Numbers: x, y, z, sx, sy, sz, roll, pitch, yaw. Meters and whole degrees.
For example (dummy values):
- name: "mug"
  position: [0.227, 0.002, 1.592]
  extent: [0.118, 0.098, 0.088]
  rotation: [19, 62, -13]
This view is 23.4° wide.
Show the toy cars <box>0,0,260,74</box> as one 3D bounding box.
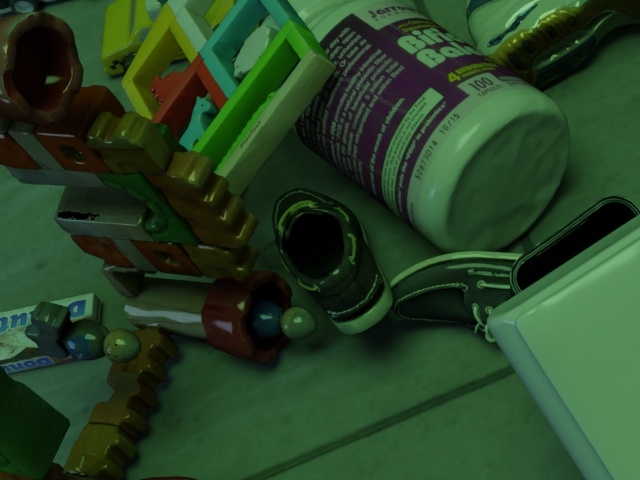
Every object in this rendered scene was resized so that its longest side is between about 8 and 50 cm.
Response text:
- name: "toy cars"
  position: [-0.237, -0.292, 1.739]
  extent: [0.394, 0.087, 0.176]
  rotation: [30, 73, 35]

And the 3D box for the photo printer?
- name: "photo printer"
  position: [0.307, 0.118, 1.138]
  extent: [0.256, 0.107, 0.307]
  rotation: [-32, 92, -3]

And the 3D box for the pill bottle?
- name: "pill bottle"
  position: [0.074, -0.126, 1.444]
  extent: [0.169, 0.169, 0.301]
  rotation: [-44, 53, -9]

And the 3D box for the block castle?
- name: "block castle"
  position: [-0.198, 0.053, 1.270]
  extent: [0.213, 0.453, 0.303]
  rotation: [3, 59, 33]

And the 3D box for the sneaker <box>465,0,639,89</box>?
- name: "sneaker"
  position: [0.274, -0.265, 1.488]
  extent: [0.296, 0.112, 0.131]
  rotation: [-25, 52, 5]

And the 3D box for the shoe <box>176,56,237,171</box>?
- name: "shoe"
  position: [-0.115, -0.097, 1.560]
  extent: [0.058, 0.076, 0.219]
  rotation: [-18, 48, 34]

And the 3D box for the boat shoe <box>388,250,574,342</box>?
- name: "boat shoe"
  position: [0.156, 0.053, 1.351]
  extent: [0.206, 0.075, 0.065]
  rotation: [-6, 53, 14]

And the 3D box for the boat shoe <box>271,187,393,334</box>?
- name: "boat shoe"
  position: [0.000, 0.000, 1.420]
  extent: [0.081, 0.068, 0.228]
  rotation: [-38, 32, 1]

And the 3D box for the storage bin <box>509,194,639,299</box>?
- name: "storage bin"
  position: [0.248, 0.069, 1.256]
  extent: [0.122, 0.084, 0.180]
  rotation: [-36, 74, -2]

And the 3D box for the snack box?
- name: "snack box"
  position: [-0.305, 0.100, 1.549]
  extent: [0.178, 0.022, 0.064]
  rotation: [-12, 53, 16]

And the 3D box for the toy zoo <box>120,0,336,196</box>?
- name: "toy zoo"
  position: [-0.103, -0.171, 1.493]
  extent: [0.192, 0.030, 0.293]
  rotation: [-52, 40, 17]
